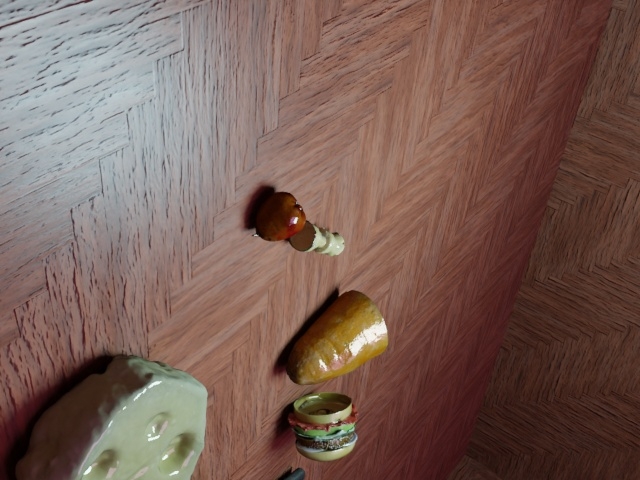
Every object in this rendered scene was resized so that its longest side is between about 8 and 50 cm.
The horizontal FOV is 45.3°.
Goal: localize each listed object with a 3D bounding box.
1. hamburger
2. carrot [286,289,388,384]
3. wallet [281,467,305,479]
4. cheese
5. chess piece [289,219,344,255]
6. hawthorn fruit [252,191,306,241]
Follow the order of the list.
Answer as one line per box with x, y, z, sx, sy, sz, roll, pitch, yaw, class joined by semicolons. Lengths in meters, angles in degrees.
0.009;0.440;1.790;0.175;0.175;0.137;-19;109;-54;hamburger
0.016;0.228;1.667;0.225;0.159;0.159;-29;141;-27;carrot
-0.161;0.694;1.892;0.321;0.044;0.170;-24;135;-47;wallet
-0.307;0.330;1.172;0.318;0.115;0.326;-35;137;-43;cheese
0.001;0.000;1.489;0.060;0.060;0.172;-64;156;5;chess piece
-0.075;-0.036;1.300;0.093;0.081;0.081;-33;155;8;hawthorn fruit
